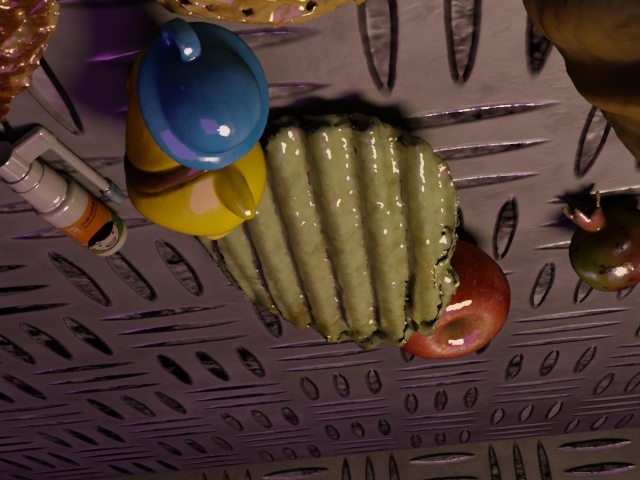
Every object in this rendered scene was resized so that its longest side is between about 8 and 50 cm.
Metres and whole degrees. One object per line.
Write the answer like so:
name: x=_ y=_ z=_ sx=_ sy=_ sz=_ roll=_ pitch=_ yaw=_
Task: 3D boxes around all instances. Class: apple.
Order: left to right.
apple: x=0.180 y=0.081 z=1.168 sx=0.201 sy=0.162 sz=0.201 roll=-7 pitch=134 yaw=-7

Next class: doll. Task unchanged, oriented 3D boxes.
doll: x=-0.128 y=-0.099 z=0.732 sx=0.145 sy=0.199 sz=0.363 roll=-41 pitch=172 yaw=-18

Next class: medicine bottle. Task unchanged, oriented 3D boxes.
medicine bottle: x=-0.303 y=-0.057 z=0.937 sx=0.092 sy=0.061 sz=0.221 roll=-33 pitch=149 yaw=3

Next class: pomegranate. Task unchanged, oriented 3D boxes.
pomegranate: x=0.412 y=-0.007 z=1.094 sx=0.129 sy=0.129 sz=0.159 roll=-13 pitch=109 yaw=16

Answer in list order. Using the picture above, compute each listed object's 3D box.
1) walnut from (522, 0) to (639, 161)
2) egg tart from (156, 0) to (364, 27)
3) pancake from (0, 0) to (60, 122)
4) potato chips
walnut: x=0.300 y=-0.187 z=0.541 sx=0.277 sy=0.253 sz=0.282 roll=-25 pitch=148 yaw=33
egg tart: x=-0.053 y=-0.256 z=0.500 sx=0.288 sy=0.118 sz=0.288 roll=-4 pitch=156 yaw=-2
pancake: x=-0.356 y=-0.181 z=0.674 sx=0.212 sy=0.056 sz=0.257 roll=7 pitch=145 yaw=-37
potato chips: x=0.000 y=0.000 z=0.997 sx=0.358 sy=0.070 sz=0.429 roll=6 pitch=140 yaw=16
